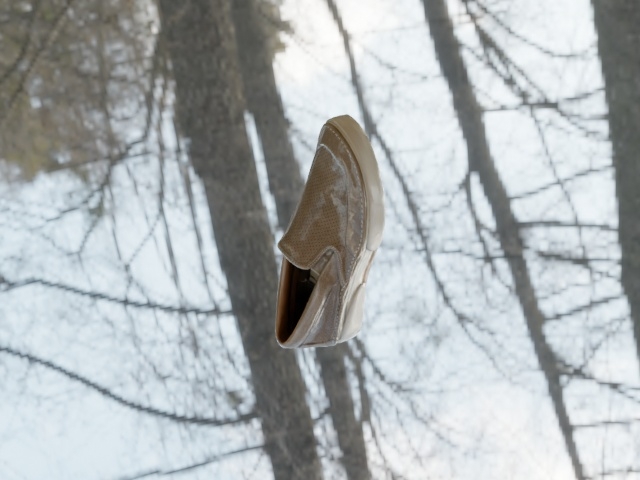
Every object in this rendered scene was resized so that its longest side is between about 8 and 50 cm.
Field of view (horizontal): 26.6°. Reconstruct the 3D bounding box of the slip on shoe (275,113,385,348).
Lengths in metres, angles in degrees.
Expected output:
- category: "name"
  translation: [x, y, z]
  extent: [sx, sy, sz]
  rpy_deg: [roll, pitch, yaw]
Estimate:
- category: "slip on shoe"
  translation: [0.000, 0.000, 0.687]
  extent: [0.041, 0.135, 0.051]
  rpy_deg: [-15, -135, -25]
